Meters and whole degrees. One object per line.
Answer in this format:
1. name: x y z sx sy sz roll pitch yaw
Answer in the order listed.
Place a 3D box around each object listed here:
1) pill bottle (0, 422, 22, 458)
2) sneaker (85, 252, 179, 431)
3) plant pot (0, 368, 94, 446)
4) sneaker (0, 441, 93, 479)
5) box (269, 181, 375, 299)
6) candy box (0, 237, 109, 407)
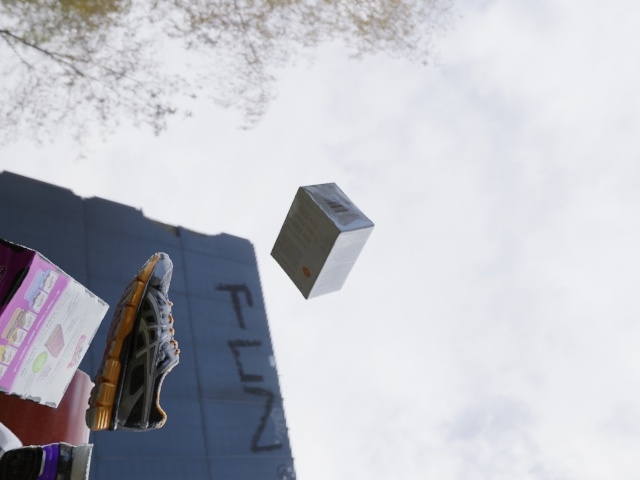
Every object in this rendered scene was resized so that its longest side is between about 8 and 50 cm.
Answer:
1. pill bottle: -0.660 0.416 1.084 0.188 0.188 0.334 -5 -140 44
2. sneaker: -0.199 0.116 0.781 0.084 0.083 0.215 -38 -143 57
3. plant pot: -0.598 0.409 1.420 0.272 0.272 0.265 -32 -137 34
4. sneaker: -0.418 0.361 0.986 0.293 0.146 0.102 121 -30 -46
5. box: 0.000 0.000 1.254 0.130 0.091 0.170 50 -48 29
6. candy box: -0.369 0.110 0.853 0.071 0.233 0.159 20 -109 12
